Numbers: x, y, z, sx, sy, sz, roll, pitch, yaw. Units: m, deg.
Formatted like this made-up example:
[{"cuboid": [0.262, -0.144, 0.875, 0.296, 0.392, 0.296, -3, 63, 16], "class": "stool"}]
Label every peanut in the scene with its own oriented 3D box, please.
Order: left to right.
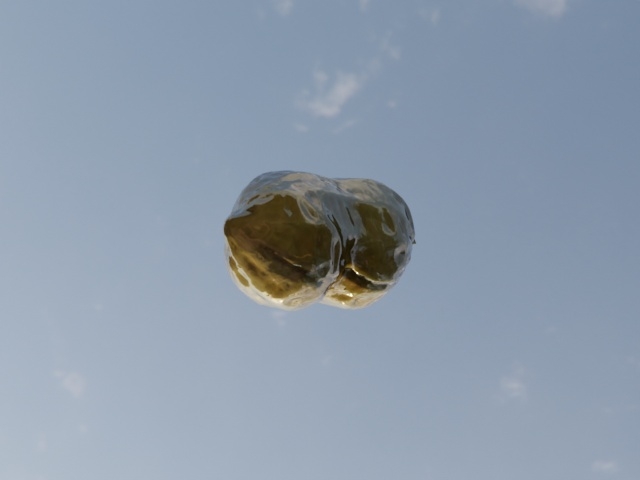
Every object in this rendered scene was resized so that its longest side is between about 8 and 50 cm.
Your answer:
[{"cuboid": [0.000, 0.000, 1.032, 0.147, 0.305, 0.147, -2, -95, 30], "class": "peanut"}]
